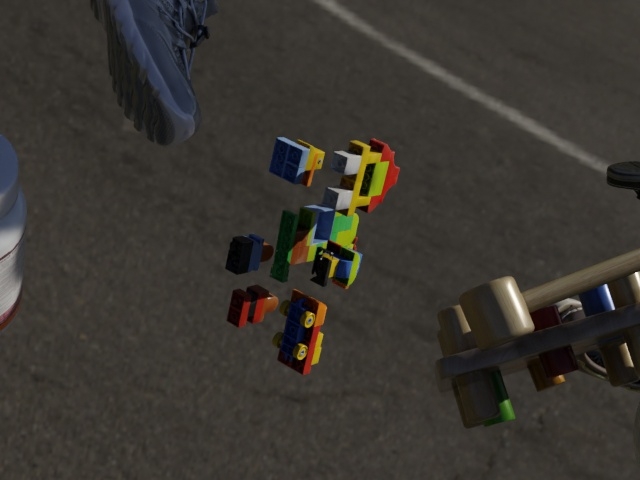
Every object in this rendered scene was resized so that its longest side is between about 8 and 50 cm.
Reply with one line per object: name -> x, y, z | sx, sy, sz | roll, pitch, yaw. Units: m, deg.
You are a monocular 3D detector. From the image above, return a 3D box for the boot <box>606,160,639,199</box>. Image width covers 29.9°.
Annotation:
boot -> 0.589, -0.042, 2.112 | 0.237, 0.178, 0.085 | 4, 20, -26

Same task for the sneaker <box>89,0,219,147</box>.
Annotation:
sneaker -> -0.146, -0.207, 1.122 | 0.115, 0.105, 0.281 | -10, 55, -15

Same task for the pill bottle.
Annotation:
pill bottle -> -0.335, -0.003, 1.111 | 0.121, 0.221, 0.121 | 8, 53, -10

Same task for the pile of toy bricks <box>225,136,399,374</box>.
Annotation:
pile of toy bricks -> 0.000, 0.000, 1.061 | 0.118, 0.212, 0.105 | 27, 23, 33

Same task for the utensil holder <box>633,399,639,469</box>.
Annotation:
utensil holder -> 0.571, 0.277, 1.298 | 0.328, 0.327, 0.385 | 5, 21, -20

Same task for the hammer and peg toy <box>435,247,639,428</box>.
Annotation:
hammer and peg toy -> 0.254, 0.111, 1.286 | 0.266, 0.361, 0.127 | -16, 78, 1

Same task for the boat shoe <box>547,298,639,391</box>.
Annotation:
boat shoe -> 0.449, 0.158, 1.649 | 0.324, 0.116, 0.097 | 17, 7, -27
